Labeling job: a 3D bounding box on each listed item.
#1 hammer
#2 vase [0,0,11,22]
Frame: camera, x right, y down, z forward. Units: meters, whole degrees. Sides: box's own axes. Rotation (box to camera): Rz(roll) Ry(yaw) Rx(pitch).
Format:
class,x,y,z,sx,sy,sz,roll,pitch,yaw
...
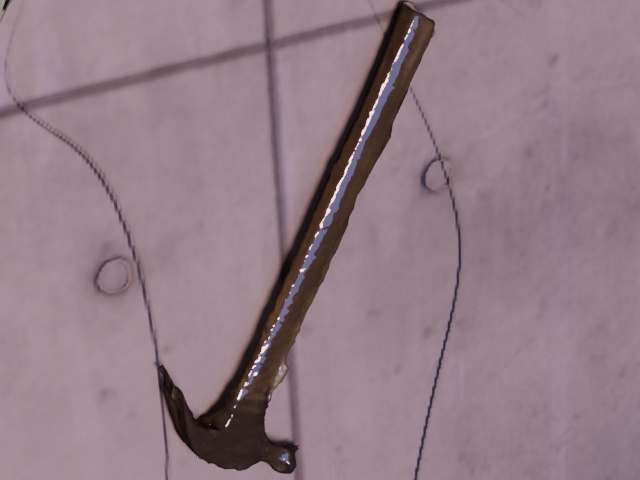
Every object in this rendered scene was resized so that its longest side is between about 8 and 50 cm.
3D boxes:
class,x,y,z,sx,sy,sz,roll,pitch,yaw
hammer,0.000,0.000,1.060,0.125,0.027,0.297,21,97,-43
vase,-0.264,-0.218,0.714,0.165,0.165,0.360,-42,124,-12
